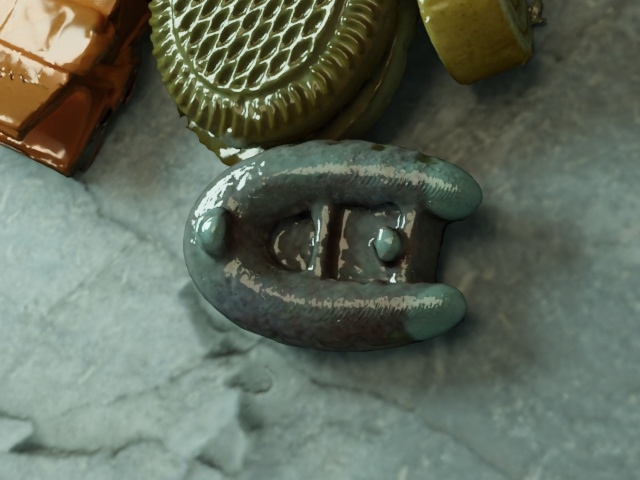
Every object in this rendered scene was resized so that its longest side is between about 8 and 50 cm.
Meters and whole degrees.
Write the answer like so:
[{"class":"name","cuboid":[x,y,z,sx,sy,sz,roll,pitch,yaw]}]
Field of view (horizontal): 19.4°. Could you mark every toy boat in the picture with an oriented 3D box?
[{"class":"toy boat","cuboid":[0.000,0.000,1.338,0.227,0.085,0.155,4,82,28]}]

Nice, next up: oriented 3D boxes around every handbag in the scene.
[{"class":"handbag","cuboid":[-0.217,-0.280,1.618,0.303,0.116,0.410,24,79,34]}]

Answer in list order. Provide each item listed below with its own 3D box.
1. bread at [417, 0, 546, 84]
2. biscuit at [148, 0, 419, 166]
[{"class":"bread","cuboid":[0.113,-0.191,1.371,0.073,0.122,0.149,-17,59,18]},{"class":"biscuit","cuboid":[-0.030,-0.179,1.434,0.259,0.079,0.259,-9,76,38]}]
